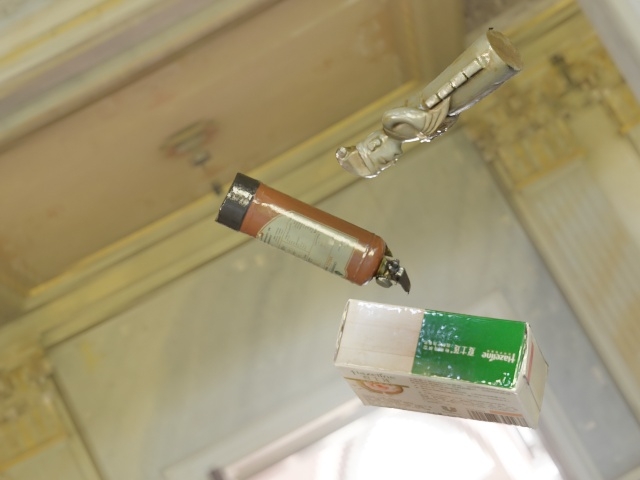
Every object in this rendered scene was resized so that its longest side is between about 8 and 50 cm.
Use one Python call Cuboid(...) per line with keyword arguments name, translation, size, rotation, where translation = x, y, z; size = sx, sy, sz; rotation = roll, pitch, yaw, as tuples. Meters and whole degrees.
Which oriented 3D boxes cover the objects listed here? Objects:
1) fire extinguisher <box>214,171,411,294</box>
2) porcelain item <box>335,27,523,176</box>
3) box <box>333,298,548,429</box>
Cuboid(name="fire extinguisher", translation=(0.000, 0.000, 1.397), size=(0.062, 0.177, 0.050), rotation=(117, 178, -67))
Cuboid(name="porcelain item", translation=(0.108, -0.132, 1.688), size=(0.213, 0.054, 0.084), rotation=(-37, -11, 24))
Cuboid(name="box", translation=(0.126, 0.129, 1.708), size=(0.199, 0.081, 0.135), rotation=(5, -22, 18))
